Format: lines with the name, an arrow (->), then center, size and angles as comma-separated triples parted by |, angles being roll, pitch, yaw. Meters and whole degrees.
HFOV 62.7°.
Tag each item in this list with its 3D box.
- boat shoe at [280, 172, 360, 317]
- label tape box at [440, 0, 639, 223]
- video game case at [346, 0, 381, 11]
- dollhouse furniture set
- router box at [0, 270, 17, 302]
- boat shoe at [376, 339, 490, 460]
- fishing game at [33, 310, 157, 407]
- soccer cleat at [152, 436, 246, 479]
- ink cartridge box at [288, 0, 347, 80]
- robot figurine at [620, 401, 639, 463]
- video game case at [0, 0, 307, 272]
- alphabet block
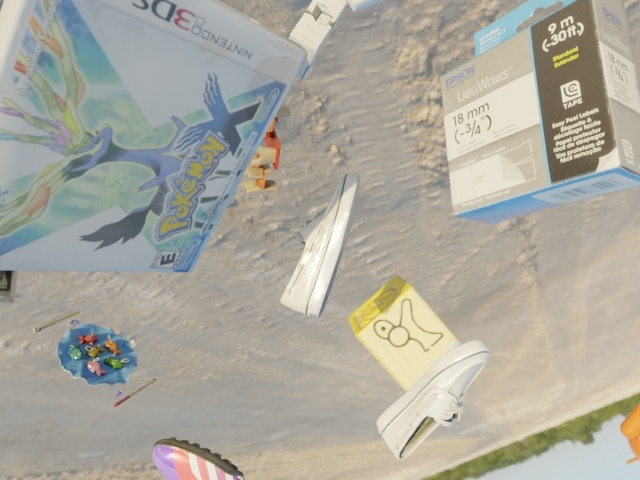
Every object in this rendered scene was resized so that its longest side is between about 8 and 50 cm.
boat shoe -> 0.000, 0.000, 0.940 | 0.088, 0.268, 0.096 | 17, 178, 8
label tape box -> 0.292, -0.214, 0.734 | 0.105, 0.334, 0.240 | 7, 164, -36
video game case -> 0.114, -0.533, 0.966 | 0.226, 0.207, 0.026 | -25, 157, -7
dollhouse furniture set -> -0.149, -0.306, 1.477 | 0.135, 0.259, 0.262 | -5, 137, -19
router box -> -0.519, 0.007, 0.861 | 0.046, 0.179, 0.133 | 5, 164, -27
boat shoe -> 0.207, 0.280, 0.908 | 0.095, 0.084, 0.258 | 18, 119, -40
fishing game -> -0.498, 0.253, 1.195 | 0.041, 0.264, 0.189 | -55, 168, 20
soccer cleat -> -0.157, 0.446, 0.859 | 0.108, 0.318, 0.116 | -41, -168, 47
ink cartridge box -> -0.020, -0.534, 1.356 | 0.082, 0.191, 0.139 | 30, 158, -9
robot figurine -> 0.544, 0.269, 0.774 | 0.158, 0.128, 0.220 | -16, 130, -37
video game case -> -0.192, -0.102, 0.550 | 0.299, 0.036, 0.329 | 5, 123, -52
alphabet block -> 0.210, 0.233, 1.363 | 0.192, 0.197, 0.193 | -41, -174, -1
